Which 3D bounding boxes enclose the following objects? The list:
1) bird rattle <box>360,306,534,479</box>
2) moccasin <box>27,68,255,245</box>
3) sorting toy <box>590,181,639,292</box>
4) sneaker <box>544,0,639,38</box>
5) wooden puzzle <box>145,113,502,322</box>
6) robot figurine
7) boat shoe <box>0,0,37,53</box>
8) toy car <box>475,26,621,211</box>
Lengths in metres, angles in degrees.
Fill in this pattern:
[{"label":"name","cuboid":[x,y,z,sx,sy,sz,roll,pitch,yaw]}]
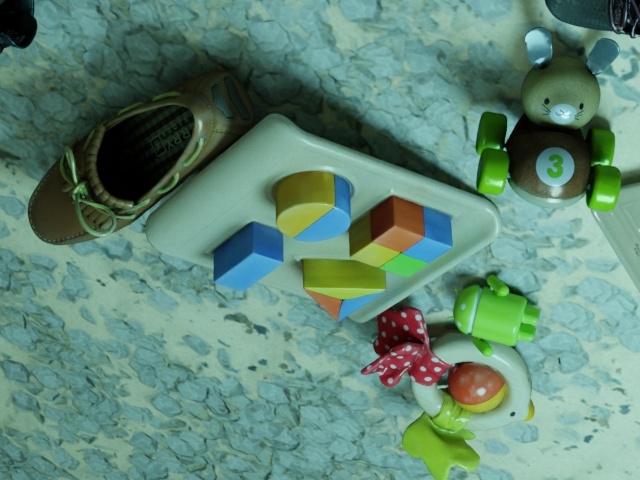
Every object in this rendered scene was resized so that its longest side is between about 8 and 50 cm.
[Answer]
[{"label":"bird rattle","cuboid":[0.182,0.186,2.274,0.206,0.143,0.254,-11,117,18]},{"label":"moccasin","cuboid":[-0.247,-0.088,2.095,0.380,0.147,0.139,-21,91,39]},{"label":"sorting toy","cuboid":[0.451,-0.011,1.978,0.208,0.038,0.193,-16,126,30]},{"label":"sneaker","cuboid":[0.349,-0.230,1.690,0.281,0.162,0.106,-3,133,26]},{"label":"wooden puzzle","cuboid":[0.000,0.000,2.089,0.347,0.081,0.322,23,143,-28]},{"label":"robot figurine","cuboid":[0.224,0.096,2.164,0.115,0.067,0.101,15,111,9]},{"label":"boat shoe","cuboid":[-0.382,-0.281,1.992,0.113,0.127,0.340,41,127,-3]},{"label":"toy car","cuboid":[0.264,-0.145,1.849,0.155,0.149,0.188,8,126,-2]}]
